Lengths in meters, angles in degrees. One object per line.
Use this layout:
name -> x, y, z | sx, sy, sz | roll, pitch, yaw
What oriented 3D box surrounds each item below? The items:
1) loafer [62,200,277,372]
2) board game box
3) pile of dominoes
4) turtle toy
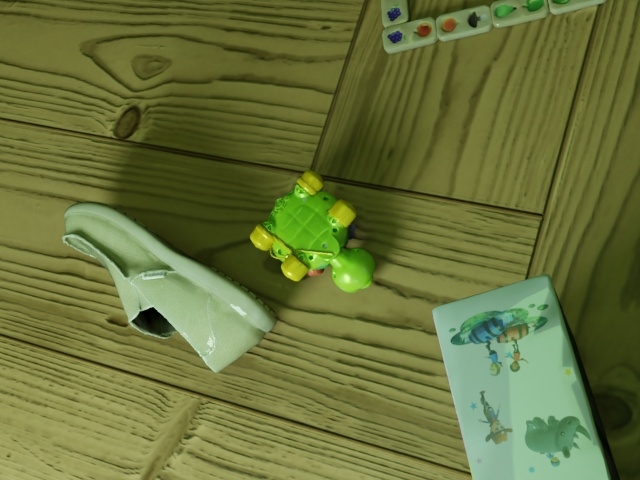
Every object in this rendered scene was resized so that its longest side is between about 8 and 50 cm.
loafer -> -0.172, 0.045, 1.028 | 0.268, 0.102, 0.092 | 27, 77, 26
board game box -> 0.183, 0.206, 0.762 | 0.097, 0.224, 0.303 | -19, 65, 13
pile of dominoes -> 0.174, -0.314, 1.051 | 0.251, 0.040, 0.196 | -11, 69, 18
turtle toy -> 0.000, 0.000, 0.995 | 0.095, 0.066, 0.130 | -48, 63, 2
